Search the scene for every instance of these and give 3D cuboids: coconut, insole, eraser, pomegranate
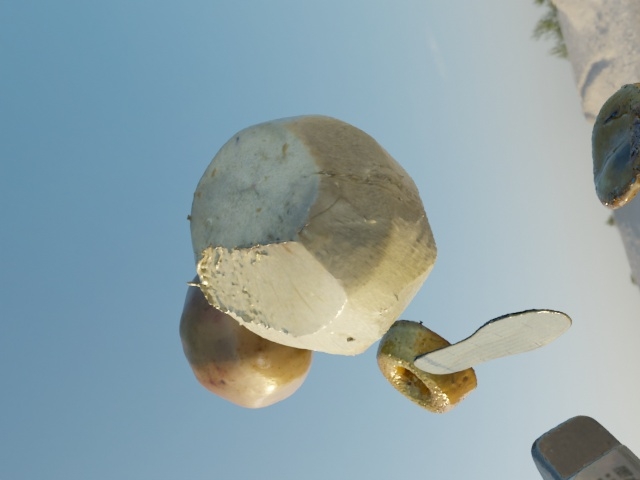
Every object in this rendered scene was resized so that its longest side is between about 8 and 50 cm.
[{"bbox_3d":[0.000,0.000,1.040,0.360,0.346,0.347,33,-135,-52],"label":"coconut"},{"bbox_3d":[0.282,0.179,1.164,0.119,0.348,0.009,25,-124,-22],"label":"insole"},{"bbox_3d":[0.331,0.304,0.626,0.352,0.089,0.061,51,167,52],"label":"eraser"},{"bbox_3d":[-0.161,0.226,1.770,0.411,0.411,0.412,46,-145,-47],"label":"pomegranate"}]

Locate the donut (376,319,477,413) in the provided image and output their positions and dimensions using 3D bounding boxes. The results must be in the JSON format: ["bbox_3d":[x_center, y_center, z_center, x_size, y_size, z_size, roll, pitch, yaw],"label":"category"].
[{"bbox_3d":[0.244,0.311,1.666,0.108,0.277,0.278,-46,-55,-21],"label":"donut"}]

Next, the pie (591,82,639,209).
[{"bbox_3d":[0.637,-0.195,1.427,0.273,0.069,0.274,-171,90,-84],"label":"pie"}]
